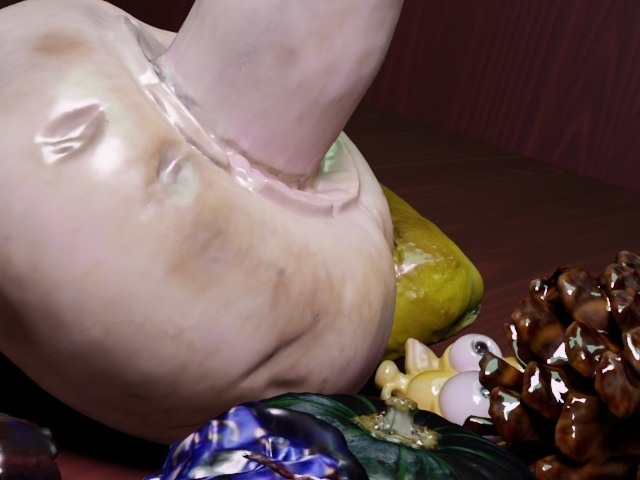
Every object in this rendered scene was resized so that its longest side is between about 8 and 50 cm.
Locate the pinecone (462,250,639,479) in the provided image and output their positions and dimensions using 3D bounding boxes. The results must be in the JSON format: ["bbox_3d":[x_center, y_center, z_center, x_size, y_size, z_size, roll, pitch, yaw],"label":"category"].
[{"bbox_3d":[0.198,0.119,1.049,0.229,0.201,0.202,62,12,27],"label":"pinecone"}]

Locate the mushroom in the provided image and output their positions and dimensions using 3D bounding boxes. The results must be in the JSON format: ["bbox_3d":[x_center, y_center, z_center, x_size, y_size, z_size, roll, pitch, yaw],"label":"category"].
[{"bbox_3d":[-0.097,-0.044,1.115,0.353,0.353,0.325,11,-6,-15],"label":"mushroom"}]

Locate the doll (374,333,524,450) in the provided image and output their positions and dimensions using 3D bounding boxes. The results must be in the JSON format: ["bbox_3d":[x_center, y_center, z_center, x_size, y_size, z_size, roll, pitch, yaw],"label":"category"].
[{"bbox_3d":[0.181,0.129,1.234,0.291,0.086,0.117,11,43,-13],"label":"doll"}]

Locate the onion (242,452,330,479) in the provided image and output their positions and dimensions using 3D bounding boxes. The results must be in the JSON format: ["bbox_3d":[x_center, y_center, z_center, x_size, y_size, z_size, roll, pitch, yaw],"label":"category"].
[{"bbox_3d":[-0.046,0.183,0.451,0.281,0.281,0.221,10,-30,-23],"label":"onion"}]

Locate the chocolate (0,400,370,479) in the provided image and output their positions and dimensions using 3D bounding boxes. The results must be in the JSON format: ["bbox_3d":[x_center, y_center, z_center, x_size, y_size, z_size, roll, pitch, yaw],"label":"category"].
[{"bbox_3d":[-0.122,0.127,0.632,0.343,0.126,0.148,5,50,-51],"label":"chocolate"}]

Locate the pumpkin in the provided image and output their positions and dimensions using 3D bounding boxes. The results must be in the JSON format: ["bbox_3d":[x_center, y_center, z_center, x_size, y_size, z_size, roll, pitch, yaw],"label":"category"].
[{"bbox_3d":[0.026,0.147,0.845,0.202,0.140,0.202,17,11,-3],"label":"pumpkin"}]

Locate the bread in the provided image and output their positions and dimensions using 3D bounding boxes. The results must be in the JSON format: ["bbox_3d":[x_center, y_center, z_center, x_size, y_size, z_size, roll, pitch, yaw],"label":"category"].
[{"bbox_3d":[0.000,0.000,1.415,0.166,0.112,0.383,-21,21,-11],"label":"bread"}]
